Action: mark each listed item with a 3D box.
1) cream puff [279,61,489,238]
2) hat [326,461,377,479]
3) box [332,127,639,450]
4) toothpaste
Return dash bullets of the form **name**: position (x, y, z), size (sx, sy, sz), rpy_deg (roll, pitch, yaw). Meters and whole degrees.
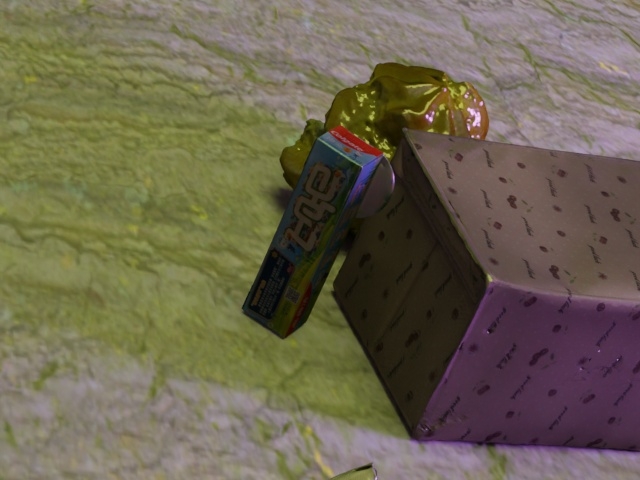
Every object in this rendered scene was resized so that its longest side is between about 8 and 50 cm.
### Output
- **cream puff**: position (0.081, -0.090, 1.817), size (0.194, 0.195, 0.221), rpy_deg (33, 34, 14)
- **hat**: position (0.052, 0.296, 1.281), size (0.226, 0.164, 0.219), rpy_deg (57, 18, -26)
- **box**: position (0.202, 0.050, 1.664), size (0.297, 0.190, 0.225), rpy_deg (5, 35, -28)
- **toothpaste**: position (0.000, 0.000, 1.589), size (0.070, 0.193, 0.044), rpy_deg (33, 32, 15)
